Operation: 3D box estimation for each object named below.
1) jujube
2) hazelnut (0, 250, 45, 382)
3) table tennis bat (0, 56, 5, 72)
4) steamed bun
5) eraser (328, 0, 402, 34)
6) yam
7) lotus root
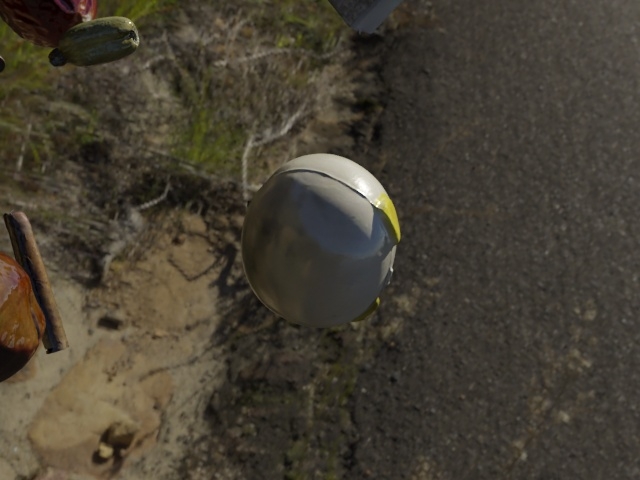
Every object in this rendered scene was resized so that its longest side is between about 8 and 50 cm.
[{"bbox_3d":[-0.625,-0.551,1.972,0.318,0.223,0.223,42,20,-47],"label":"jujube"},{"bbox_3d":[-0.430,0.091,1.110,0.178,0.178,0.204,28,-2,2],"label":"hazelnut"},{"bbox_3d":[-0.524,-0.272,1.407,0.083,0.050,0.007,7,54,-34],"label":"table tennis bat"},{"bbox_3d":[-0.002,0.004,1.913,0.334,0.374,0.334,8,44,-8],"label":"steamed bun"},{"bbox_3d":[0.005,-0.283,0.785,0.212,0.092,0.046,54,26,16],"label":"eraser"},{"bbox_3d":[-0.501,0.073,1.625,0.046,0.046,0.264,-21,99,-43],"label":"yam"},{"bbox_3d":[-0.455,-0.394,1.844,0.183,0.090,0.077,-18,28,0],"label":"lotus root"}]
